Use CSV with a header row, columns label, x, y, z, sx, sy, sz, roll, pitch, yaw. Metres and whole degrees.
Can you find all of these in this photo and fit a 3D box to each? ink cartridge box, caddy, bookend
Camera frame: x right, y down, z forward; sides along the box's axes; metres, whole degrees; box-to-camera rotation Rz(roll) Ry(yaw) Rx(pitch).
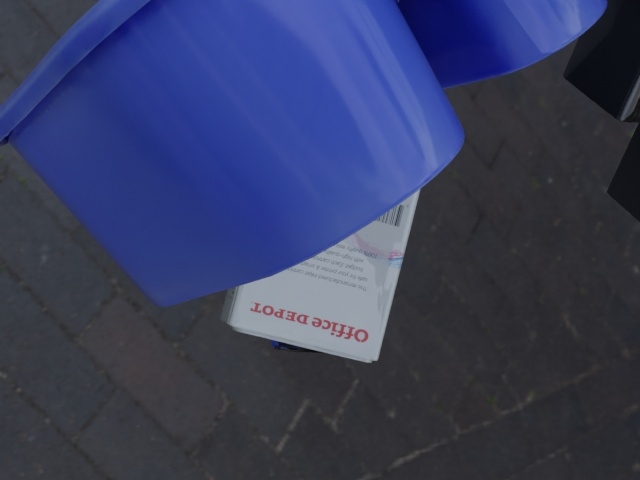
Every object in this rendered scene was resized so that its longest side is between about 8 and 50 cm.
label,x,y,z,sx,sy,sz,roll,pitch,yaw
ink cartridge box,0.000,0.000,0.909,0.127,0.072,0.175,15,87,-12
caddy,-0.032,-0.108,0.551,0.241,0.341,0.179,-44,103,-28
bookend,0.202,-0.067,0.611,0.157,0.156,0.072,8,27,-25

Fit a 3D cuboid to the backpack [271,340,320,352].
label,x,y,z,sx,sy,sz,roll,pitch,yaw
backpack,0.005,0.094,1.408,0.098,0.120,0.101,-23,111,-60
